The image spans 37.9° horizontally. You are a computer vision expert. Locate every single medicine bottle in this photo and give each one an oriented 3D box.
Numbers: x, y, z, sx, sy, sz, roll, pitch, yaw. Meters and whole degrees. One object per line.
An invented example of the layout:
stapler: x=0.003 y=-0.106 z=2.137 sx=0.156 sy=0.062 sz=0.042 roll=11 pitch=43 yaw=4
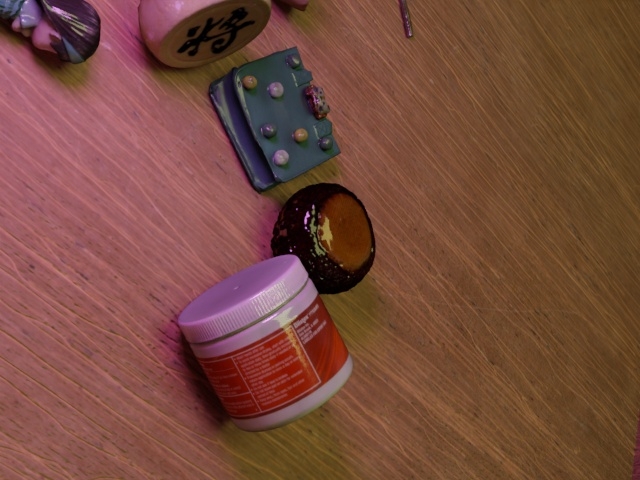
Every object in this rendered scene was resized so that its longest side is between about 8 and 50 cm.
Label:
medicine bottle: x=-0.097 y=0.187 z=1.703 sx=0.252 sy=0.252 sz=0.241 roll=-41 pitch=109 yaw=-46

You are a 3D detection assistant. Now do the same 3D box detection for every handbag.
handbag: x=-0.083 y=-0.268 z=1.983 sx=0.274 sy=0.100 sz=0.268 roll=-31 pitch=100 yaw=-47

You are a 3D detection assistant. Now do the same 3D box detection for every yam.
yam: x=0.231 y=-0.600 z=2.496 sx=0.021 sy=0.021 sz=0.116 roll=-2 pitch=79 yaw=-48

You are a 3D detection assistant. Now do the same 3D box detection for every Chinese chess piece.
Chinese chess piece: x=-0.219 y=-0.433 z=1.768 sx=0.257 sy=0.257 sz=0.104 roll=-11 pitch=73 yaw=-49

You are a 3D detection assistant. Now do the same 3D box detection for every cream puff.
cream puff: x=0.000 y=0.000 z=1.938 sx=0.239 sy=0.165 sz=0.239 roll=19 pitch=64 yaw=-44

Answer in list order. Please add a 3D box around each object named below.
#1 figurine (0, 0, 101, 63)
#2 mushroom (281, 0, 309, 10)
figurine: x=-0.482 y=-0.398 z=1.585 sx=0.245 sy=0.110 sz=0.138 roll=30 pitch=39 yaw=-31
mushroom: x=-0.096 y=-0.615 z=2.080 sx=0.162 sy=0.173 sz=0.236 roll=9 pitch=22 yaw=-9
